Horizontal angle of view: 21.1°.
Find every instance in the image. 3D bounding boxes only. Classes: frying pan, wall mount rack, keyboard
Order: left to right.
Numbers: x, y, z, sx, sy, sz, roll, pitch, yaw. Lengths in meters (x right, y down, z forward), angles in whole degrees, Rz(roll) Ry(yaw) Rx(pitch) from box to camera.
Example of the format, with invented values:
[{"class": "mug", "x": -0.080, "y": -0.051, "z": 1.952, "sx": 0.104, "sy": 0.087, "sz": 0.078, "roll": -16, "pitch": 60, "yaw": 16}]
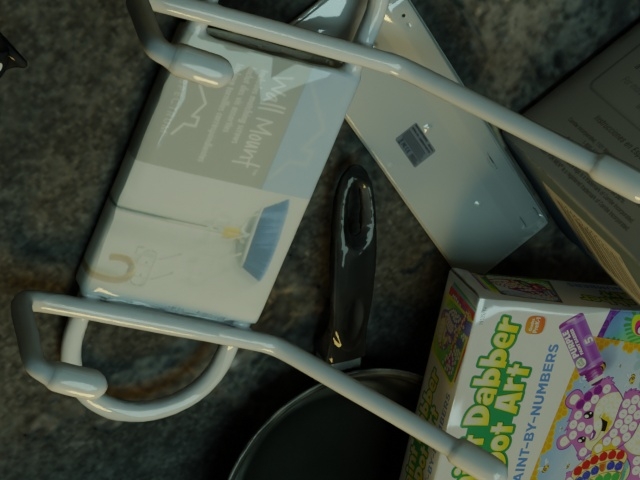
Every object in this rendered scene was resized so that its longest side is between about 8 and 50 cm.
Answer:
[{"class": "frying pan", "x": -0.007, "y": 0.121, "z": 1.130, "sx": 0.197, "sy": 0.053, "sz": 0.326, "roll": -32, "pitch": 122, "yaw": -13}, {"class": "wall mount rack", "x": 0.000, "y": 0.000, "z": 0.986, "sx": 0.304, "sy": 0.130, "sz": 0.350, "roll": 12, "pitch": 116, "yaw": -26}, {"class": "keyboard", "x": 0.066, "y": -0.067, "z": 1.071, "sx": 0.072, "sy": 0.014, "sz": 0.256, "roll": -35, "pitch": 131, "yaw": 4}]

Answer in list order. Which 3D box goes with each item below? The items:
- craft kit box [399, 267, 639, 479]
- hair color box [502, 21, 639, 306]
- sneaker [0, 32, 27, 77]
[{"class": "craft kit box", "x": 0.178, "y": 0.149, "z": 1.169, "sx": 0.246, "sy": 0.061, "sz": 0.250, "roll": 5, "pitch": 109, "yaw": -19}, {"class": "hair color box", "x": 0.320, "y": -0.108, "z": 1.064, "sx": 0.374, "sy": 0.185, "sz": 0.113, "roll": -39, "pitch": 131, "yaw": 0}, {"class": "sneaker", "x": -0.195, "y": -0.076, "z": 0.873, "sx": 0.097, "sy": 0.084, "sz": 0.235, "roll": -1, "pitch": 121, "yaw": -29}]
